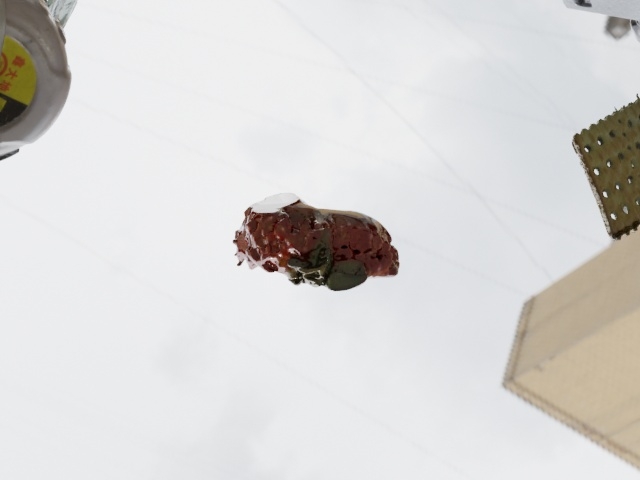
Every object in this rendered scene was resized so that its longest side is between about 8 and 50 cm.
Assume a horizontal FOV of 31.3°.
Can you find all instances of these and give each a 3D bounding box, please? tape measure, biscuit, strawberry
[{"bbox_3d":[-0.358,-0.175,1.173,0.197,0.236,0.120,25,-161,-32],"label":"tape measure"},{"bbox_3d":[0.378,-0.096,1.334,0.203,0.016,0.144,-29,-82,-32],"label":"biscuit"},{"bbox_3d":[0.000,-0.003,0.711,0.104,0.048,0.152,9,-167,4],"label":"strawberry"}]

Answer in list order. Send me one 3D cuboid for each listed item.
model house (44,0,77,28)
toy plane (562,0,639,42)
[{"bbox_3d":[-0.387,-0.345,1.475,0.152,0.165,0.106,39,-135,1],"label":"model house"},{"bbox_3d":[0.188,-0.202,0.815,0.267,0.212,0.088,11,-107,25],"label":"toy plane"}]
